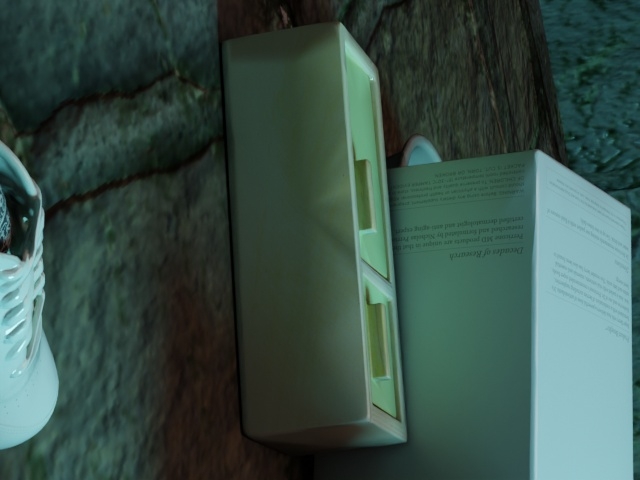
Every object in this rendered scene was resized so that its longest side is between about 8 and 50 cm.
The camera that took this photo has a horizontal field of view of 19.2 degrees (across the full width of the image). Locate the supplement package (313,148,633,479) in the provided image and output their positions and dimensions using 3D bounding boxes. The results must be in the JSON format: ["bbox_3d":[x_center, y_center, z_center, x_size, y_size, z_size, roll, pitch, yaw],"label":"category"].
[{"bbox_3d":[0.111,0.105,1.343,0.177,0.175,0.293,25,63,-56],"label":"supplement package"}]

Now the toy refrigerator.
[{"bbox_3d":[0.000,0.000,1.260,0.102,0.094,0.270,41,43,-67],"label":"toy refrigerator"}]

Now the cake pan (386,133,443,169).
[{"bbox_3d":[0.082,0.058,1.599,0.293,0.054,0.293,-8,90,-74],"label":"cake pan"}]

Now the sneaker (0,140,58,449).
[{"bbox_3d":[-0.145,0.015,0.733,0.235,0.094,0.090,62,23,-54],"label":"sneaker"}]
